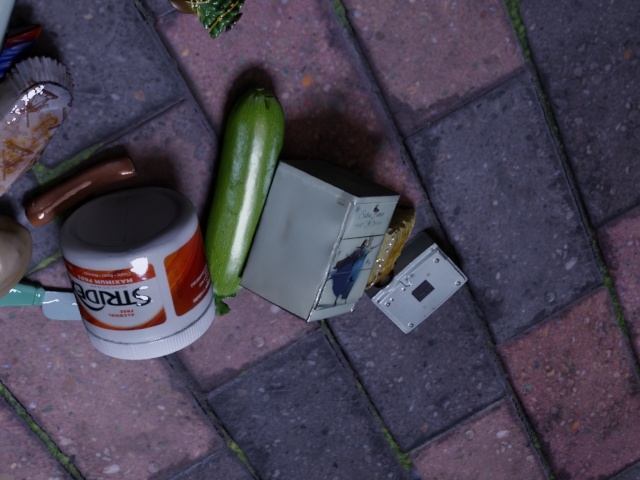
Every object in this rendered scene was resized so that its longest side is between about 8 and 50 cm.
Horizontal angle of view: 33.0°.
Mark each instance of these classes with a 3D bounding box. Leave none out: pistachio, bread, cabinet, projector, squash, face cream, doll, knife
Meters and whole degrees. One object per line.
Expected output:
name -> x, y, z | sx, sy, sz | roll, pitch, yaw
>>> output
pistachio -> -0.518, 0.034, 1.539 | 0.223, 0.126, 0.152 | -22, 122, -6
bread -> 0.059, -0.018, 1.770 | 0.160, 0.169, 0.140 | 29, 110, 12
cabinet -> 0.000, 0.000, 1.647 | 0.145, 0.150, 0.206 | -7, 120, -60
projector -> 0.164, 0.074, 1.856 | 0.147, 0.061, 0.115 | -42, 122, 5
squash -> -0.121, -0.055, 1.653 | 0.101, 0.101, 0.378 | 4, 112, -22
face cream -> -0.267, 0.044, 1.593 | 0.201, 0.201, 0.187 | -15, 123, -12
doll -> -0.159, -0.331, 1.494 | 0.113, 0.076, 0.078 | 34, 112, -31
knife -> -0.413, 0.096, 1.673 | 0.260, 0.034, 0.063 | 12, 112, -29

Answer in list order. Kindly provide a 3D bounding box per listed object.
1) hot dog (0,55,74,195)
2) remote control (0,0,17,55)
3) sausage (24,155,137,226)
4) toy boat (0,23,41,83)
hot dog -> -0.428, -0.148, 1.481 | 0.252, 0.069, 0.131 | -45, 147, 17
remote control -> -0.475, -0.240, 1.356 | 0.140, 0.056, 0.296 | 17, 99, -19
sausage -> -0.353, -0.075, 1.585 | 0.177, 0.047, 0.040 | -29, 127, -1
toy boat -> -0.503, -0.328, 1.378 | 0.219, 0.072, 0.318 | -28, 121, -7
